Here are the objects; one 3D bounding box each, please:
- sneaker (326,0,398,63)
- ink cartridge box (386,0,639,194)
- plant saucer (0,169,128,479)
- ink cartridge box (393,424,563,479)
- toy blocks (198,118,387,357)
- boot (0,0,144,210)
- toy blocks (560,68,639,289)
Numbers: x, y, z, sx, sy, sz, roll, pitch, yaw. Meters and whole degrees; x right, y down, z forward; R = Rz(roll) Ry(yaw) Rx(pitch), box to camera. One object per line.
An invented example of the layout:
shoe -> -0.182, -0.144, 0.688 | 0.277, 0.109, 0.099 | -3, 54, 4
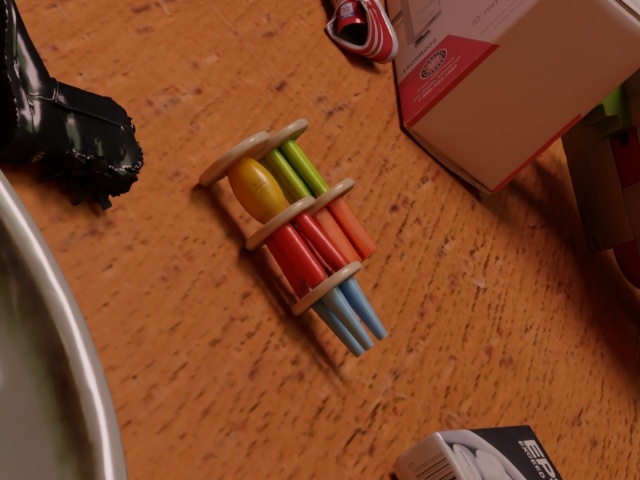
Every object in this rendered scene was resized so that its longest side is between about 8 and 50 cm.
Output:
sneaker -> 0.021, -0.204, 1.446 | 0.118, 0.042, 0.067 | 60, 20, 12
ink cartridge box -> 0.168, -0.208, 1.518 | 0.117, 0.207, 0.283 | 35, 27, -25
plant saucer -> -0.234, 0.028, 0.539 | 0.400, 0.100, 0.400 | 41, 25, -24
ink cartridge box -> 0.152, 0.213, 1.085 | 0.208, 0.045, 0.206 | 8, 49, -61
toy blocks -> 0.000, 0.000, 1.091 | 0.148, 0.054, 0.123 | 54, 23, 4
boot -> -0.147, -0.080, 0.938 | 0.099, 0.045, 0.121 | 17, 48, -51
toy blocks -> 0.338, -0.031, 1.517 | 0.381, 0.190, 0.261 | 151, -74, -71
